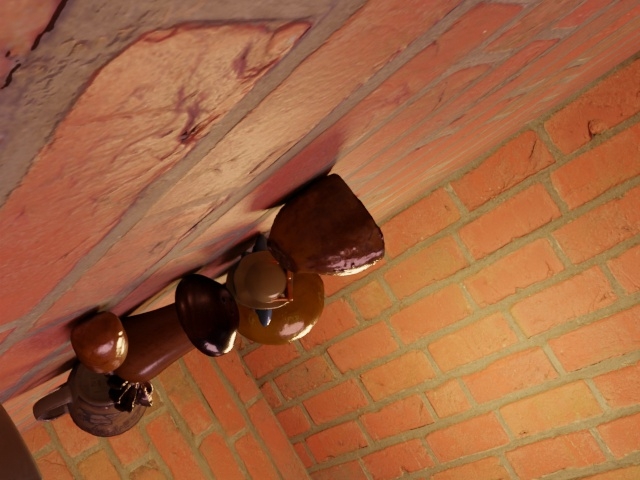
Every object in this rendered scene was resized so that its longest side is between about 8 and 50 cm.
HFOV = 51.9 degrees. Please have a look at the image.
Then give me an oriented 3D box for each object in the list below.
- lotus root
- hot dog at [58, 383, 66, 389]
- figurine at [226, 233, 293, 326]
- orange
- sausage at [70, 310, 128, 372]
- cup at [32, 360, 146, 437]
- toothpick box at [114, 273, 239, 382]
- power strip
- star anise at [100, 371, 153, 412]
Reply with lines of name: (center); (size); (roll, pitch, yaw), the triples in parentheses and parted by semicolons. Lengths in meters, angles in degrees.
lotus root: (0.000, 0.000, 1.256); (0.180, 0.199, 0.188); (-35, 170, -19)
hot dog: (-0.811, 0.486, 2.194); (0.089, 0.060, 0.140); (-29, 170, 26)
figurine: (-0.142, 0.079, 1.520); (0.180, 0.153, 0.262); (-61, -157, 3)
orange: (-0.127, 0.153, 1.806); (0.279, 0.235, 0.279); (-7, -146, 5)
sausage: (-0.430, 0.203, 1.283); (0.109, 0.109, 0.270); (-29, 173, -23)
cup: (-0.616, 0.402, 1.757); (0.301, 0.227, 0.257); (-15, 159, -19)
toothpick box: (-0.324, 0.200, 1.466); (0.294, 0.192, 0.192); (-26, 177, 14)
power strip: (-0.664, 0.478, 1.298); (0.161, 0.358, 0.357); (-27, 174, -34)
star anise: (-0.474, 0.304, 1.601); (0.098, 0.220, 0.214); (-5, 172, 9)
